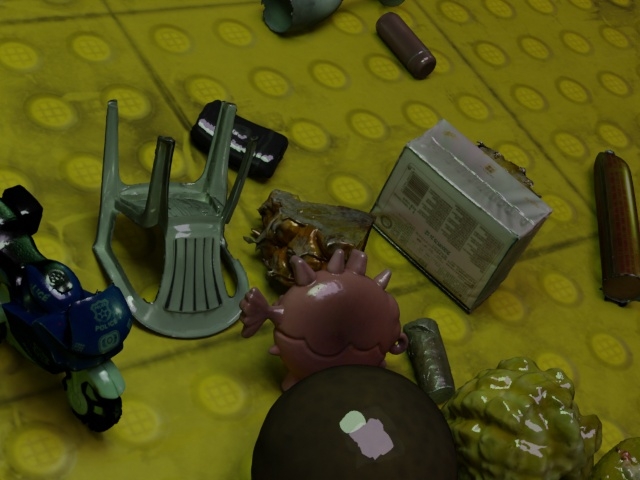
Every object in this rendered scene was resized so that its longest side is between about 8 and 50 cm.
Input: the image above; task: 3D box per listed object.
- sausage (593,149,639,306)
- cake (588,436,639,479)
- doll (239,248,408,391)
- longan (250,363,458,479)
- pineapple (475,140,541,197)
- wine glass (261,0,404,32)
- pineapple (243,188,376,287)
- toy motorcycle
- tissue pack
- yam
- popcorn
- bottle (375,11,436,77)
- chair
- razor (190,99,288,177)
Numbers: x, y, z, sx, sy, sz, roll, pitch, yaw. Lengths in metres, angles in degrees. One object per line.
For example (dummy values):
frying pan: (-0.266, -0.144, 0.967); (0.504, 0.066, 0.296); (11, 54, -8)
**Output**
sausage: (0.516, -0.039, 2.096); (0.082, 0.082, 0.371); (20, 42, -9)
cake: (0.460, 0.391, 1.591); (0.260, 0.156, 0.179); (43, 50, 14)
doll: (0.010, 0.113, 1.591); (0.262, 0.211, 0.093); (8, 12, -28)
longan: (0.043, 0.266, 1.419); (0.258, 0.258, 0.258); (15, 44, -15)
pineapple: (0.276, -0.078, 2.030); (0.221, 0.047, 0.221); (12, 46, -13)
wine glass: (0.028, -0.531, 2.188); (0.096, 0.264, 0.309); (23, 33, 39)
pineapple: (0.000, 0.000, 1.735); (0.186, 0.114, 0.236); (3, 32, -32)
toy motorcycle: (-0.334, 0.072, 1.443); (0.125, 0.196, 0.331); (-25, 65, -41)
tissue pack: (0.209, -0.038, 1.846); (0.225, 0.185, 0.124); (42, 47, 15)
yam: (0.155, 0.169, 1.713); (0.054, 0.054, 0.132); (6, 48, -23)
popcorn: (0.235, 0.278, 1.520); (0.174, 0.286, 0.225); (-16, 35, -23)
bottle: (0.159, -0.364, 2.236); (0.053, 0.053, 0.140); (-14, 56, -37)
chair: (-0.188, -0.033, 1.633); (0.203, 0.275, 0.190); (-5, 28, -29)
razor: (-0.129, -0.157, 1.880); (0.148, 0.054, 0.090); (27, 42, 0)
